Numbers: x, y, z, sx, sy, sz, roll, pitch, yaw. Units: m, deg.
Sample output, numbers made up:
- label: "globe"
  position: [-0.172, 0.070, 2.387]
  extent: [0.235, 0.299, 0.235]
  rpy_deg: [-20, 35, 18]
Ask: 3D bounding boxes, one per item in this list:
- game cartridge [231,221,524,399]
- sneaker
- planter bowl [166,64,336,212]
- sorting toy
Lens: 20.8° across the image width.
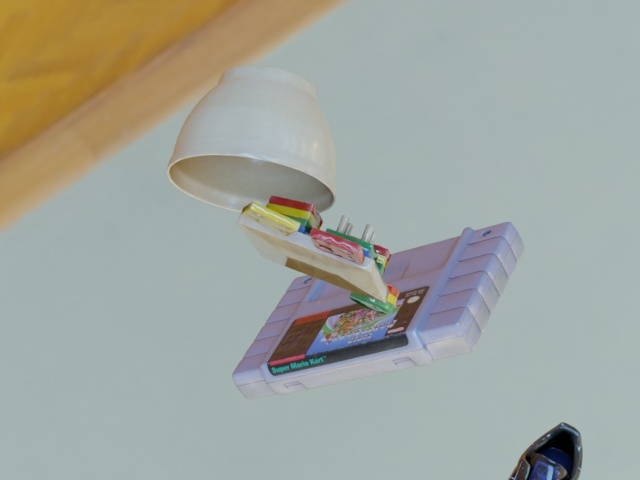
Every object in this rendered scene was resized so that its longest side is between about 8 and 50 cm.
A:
- label: "game cartridge"
  position: [0.069, 0.091, 2.225]
  extent: [0.355, 0.068, 0.230]
  rpy_deg: [-16, -158, 35]
- label: "sneaker"
  position: [0.225, 0.297, 1.930]
  extent: [0.232, 0.081, 0.090]
  rpy_deg: [-55, 163, -41]
- label: "planter bowl"
  position: [-0.058, -0.100, 1.663]
  extent: [0.162, 0.109, 0.162]
  rpy_deg: [8, 161, 3]
- label: "sorting toy"
  position: [0.000, 0.000, 1.619]
  extent: [0.274, 0.132, 0.046]
  rpy_deg: [58, 53, -73]
